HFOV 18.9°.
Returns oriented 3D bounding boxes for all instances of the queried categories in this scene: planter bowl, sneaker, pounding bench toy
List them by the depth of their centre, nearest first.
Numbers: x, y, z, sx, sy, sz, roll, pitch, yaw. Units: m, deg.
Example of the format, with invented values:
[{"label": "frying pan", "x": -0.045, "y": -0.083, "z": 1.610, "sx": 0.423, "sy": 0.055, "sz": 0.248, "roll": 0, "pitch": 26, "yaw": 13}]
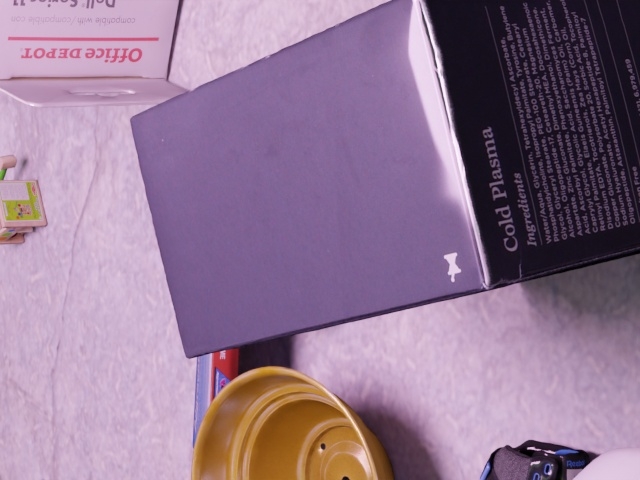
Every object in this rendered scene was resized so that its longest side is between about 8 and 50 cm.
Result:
[{"label": "sneaker", "x": 0.185, "y": 0.222, "z": 1.406, "sx": 0.217, "sy": 0.079, "sz": 0.121, "roll": 35, "pitch": 118, "yaw": 45}, {"label": "planter bowl", "x": -0.003, "y": 0.210, "z": 1.619, "sx": 0.217, "sy": 0.090, "sz": 0.217, "roll": 4, "pitch": 95, "yaw": 43}, {"label": "pounding bench toy", "x": -0.338, "y": -0.043, "z": 2.054, "sx": 0.065, "sy": 0.052, "sz": 0.083, "roll": -30, "pitch": 69, "yaw": 48}]

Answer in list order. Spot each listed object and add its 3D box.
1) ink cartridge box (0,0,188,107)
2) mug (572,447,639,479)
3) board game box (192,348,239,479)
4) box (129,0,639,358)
[{"label": "ink cartridge box", "x": -0.275, "y": -0.235, "z": 1.841, "sx": 0.353, "sy": 0.207, "sz": 0.119, "roll": 30, "pitch": 117, "yaw": 45}, {"label": "mug", "x": 0.170, "y": 0.300, "z": 1.220, "sx": 0.374, "sy": 0.276, "sz": 0.328, "roll": 13, "pitch": 75, "yaw": 22}, {"label": "board game box", "x": -0.091, "y": 0.066, "z": 1.724, "sx": 0.145, "sy": 0.027, "sz": 0.281, "roll": -137, "pitch": 50, "yaw": -77}, {"label": "box", "x": 0.102, "y": -0.055, "z": 1.274, "sx": 0.343, "sy": 0.312, "sz": 0.179, "roll": -17, "pitch": 87, "yaw": 54}]
